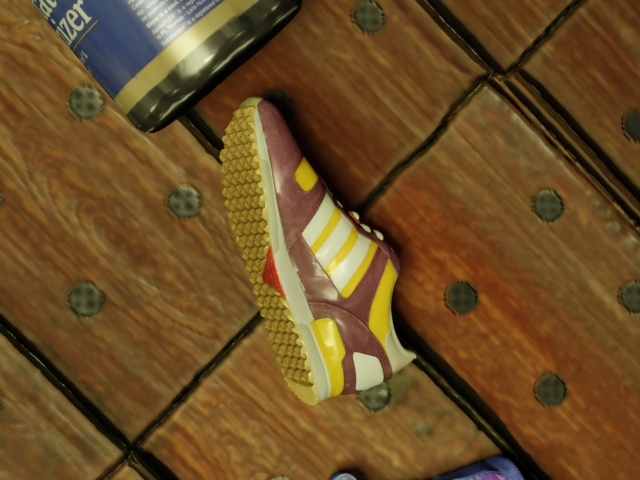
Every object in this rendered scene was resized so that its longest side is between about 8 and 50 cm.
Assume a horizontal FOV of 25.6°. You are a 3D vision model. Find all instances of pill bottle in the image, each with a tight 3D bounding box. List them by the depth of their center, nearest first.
[{"bbox_3d":[-0.121,-0.179,0.789,0.123,0.123,0.219,-41,95,-12],"label":"pill bottle"}]

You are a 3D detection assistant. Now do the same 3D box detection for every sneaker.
[{"bbox_3d":[0.000,0.000,0.839,0.084,0.069,0.185,-17,96,-22],"label":"sneaker"}]

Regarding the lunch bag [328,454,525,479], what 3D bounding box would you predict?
[{"bbox_3d":[0.057,0.274,0.809,0.221,0.138,0.293,-19,82,-11],"label":"lunch bag"}]
